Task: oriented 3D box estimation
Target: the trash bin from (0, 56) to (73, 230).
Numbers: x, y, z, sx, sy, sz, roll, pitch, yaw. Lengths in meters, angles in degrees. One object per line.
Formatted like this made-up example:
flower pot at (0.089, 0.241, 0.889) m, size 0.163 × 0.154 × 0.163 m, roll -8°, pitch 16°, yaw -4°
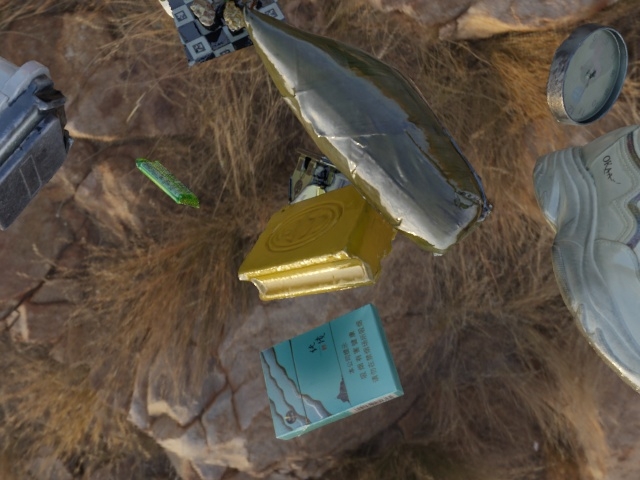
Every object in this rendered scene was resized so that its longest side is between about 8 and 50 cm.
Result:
trash bin at (-0.587, -0.174, 0.931) m, size 0.368 × 0.256 × 0.296 m, roll 34°, pitch 69°, yaw -6°

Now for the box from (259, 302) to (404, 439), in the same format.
box at (0.012, 0.225, 1.114) m, size 0.229 × 0.162 × 0.041 m, roll -26°, pitch 147°, yaw 17°

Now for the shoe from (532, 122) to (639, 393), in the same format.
shoe at (0.361, -0.007, 0.692) m, size 0.211 × 0.342 × 0.132 m, roll -30°, pitch 131°, yaw 31°

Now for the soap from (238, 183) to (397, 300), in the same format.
soap at (0.000, 0.000, 1.237) m, size 0.324 × 0.204 × 0.096 m, roll -15°, pitch 128°, yaw 46°

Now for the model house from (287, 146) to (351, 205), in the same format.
model house at (0.001, -0.105, 1.906) m, size 0.205 × 0.218 × 0.278 m, roll 17°, pitch 97°, yaw -30°

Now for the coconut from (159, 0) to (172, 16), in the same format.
coconut at (-0.326, -0.658, 1.669) m, size 0.202 × 0.222 × 0.202 m, roll -14°, pitch 126°, yaw -20°

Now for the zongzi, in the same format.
zongzi at (0.075, -0.153, 0.972) m, size 0.174 × 0.356 × 0.393 m, roll -41°, pitch 151°, yaw 21°

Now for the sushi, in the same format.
sushi at (-0.185, -0.457, 1.265) m, size 0.210 × 0.040 × 0.192 m, roll -19°, pitch 76°, yaw -6°

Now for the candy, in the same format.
candy at (-0.390, -0.147, 1.677) m, size 0.178 × 0.102 × 0.032 m, roll 42°, pitch 104°, yaw 9°

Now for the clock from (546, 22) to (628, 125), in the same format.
clock at (0.735, -0.450, 1.792) m, size 0.281 × 0.055 × 0.280 m, roll -15°, pitch 119°, yaw -28°
